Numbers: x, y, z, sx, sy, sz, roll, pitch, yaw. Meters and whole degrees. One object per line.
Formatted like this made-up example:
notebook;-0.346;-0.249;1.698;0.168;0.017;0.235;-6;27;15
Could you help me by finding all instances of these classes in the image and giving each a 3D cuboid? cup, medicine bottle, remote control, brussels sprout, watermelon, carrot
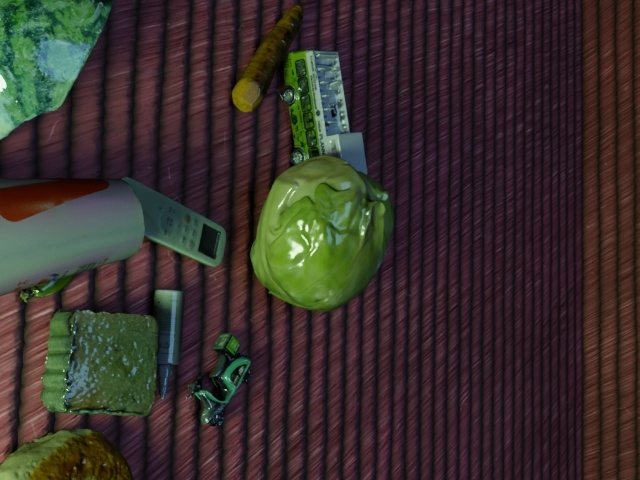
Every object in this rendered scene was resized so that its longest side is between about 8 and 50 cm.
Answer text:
cup;-0.425;-0.015;1.248;0.288;0.203;0.203;-11;96;-45
medicine bottle;-0.283;0.190;1.514;0.057;0.057;0.199;11;81;-48
remote control;-0.276;-0.027;1.515;0.309;0.038;0.090;32;61;-54
brussels sprout;0.000;0.000;1.693;0.328;0.247;0.328;-34;133;-45
watermelon;-0.473;-0.278;1.262;0.176;0.256;0.260;104;-3;-63
carrot;-0.100;-0.398;1.752;0.066;0.066;0.314;49;53;-35

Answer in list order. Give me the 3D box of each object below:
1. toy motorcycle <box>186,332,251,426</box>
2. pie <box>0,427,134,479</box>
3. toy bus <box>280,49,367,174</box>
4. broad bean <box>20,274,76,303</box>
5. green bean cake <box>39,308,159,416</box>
toy motorcycle;-0.198;0.275;1.607;0.100;0.058;0.173;48;53;-27
pie;-0.389;0.444;1.283;0.315;0.092;0.315;42;34;-37
toy bus;0.004;-0.266;1.803;0.113;0.139;0.302;-14;97;-50
broad bean;-0.410;0.008;1.389;0.065;0.046;0.255;41;59;-24
green bean cake;-0.368;0.206;1.387;0.181;0.094;0.173;12;78;-47
